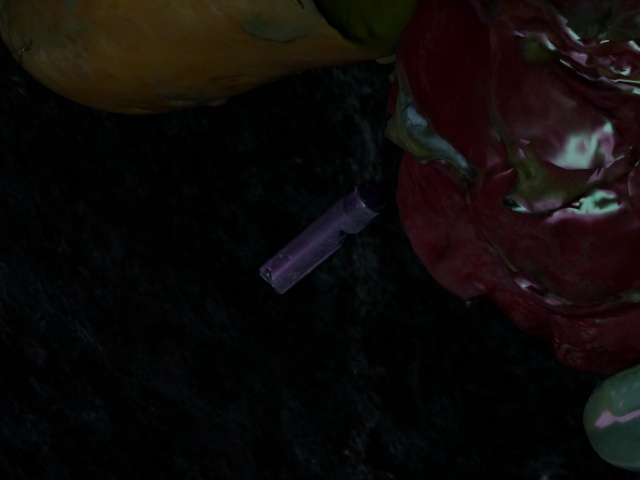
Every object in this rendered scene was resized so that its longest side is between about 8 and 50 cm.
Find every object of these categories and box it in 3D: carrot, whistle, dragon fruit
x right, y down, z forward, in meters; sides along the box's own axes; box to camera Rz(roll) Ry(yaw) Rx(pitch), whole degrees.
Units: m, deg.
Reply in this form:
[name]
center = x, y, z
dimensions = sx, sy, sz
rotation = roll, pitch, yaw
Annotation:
[carrot]
center = -0.088, -0.209, 1.274
dimensions = 0.340, 0.224, 0.224
rotation = -5, 113, 39
[whistle]
center = 0.000, 0.000, 1.467
dimensions = 0.033, 0.033, 0.176
rotation = 53, 139, 2
[dragon fruit]
center = 0.193, -0.083, 1.022
dimensions = 0.329, 0.329, 0.329
rotation = 23, 130, 30

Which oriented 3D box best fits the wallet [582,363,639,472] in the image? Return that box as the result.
[wallet]
center = 0.362, 0.109, 1.003
dimensions = 0.252, 0.360, 0.083
rotation = -27, 58, 49
